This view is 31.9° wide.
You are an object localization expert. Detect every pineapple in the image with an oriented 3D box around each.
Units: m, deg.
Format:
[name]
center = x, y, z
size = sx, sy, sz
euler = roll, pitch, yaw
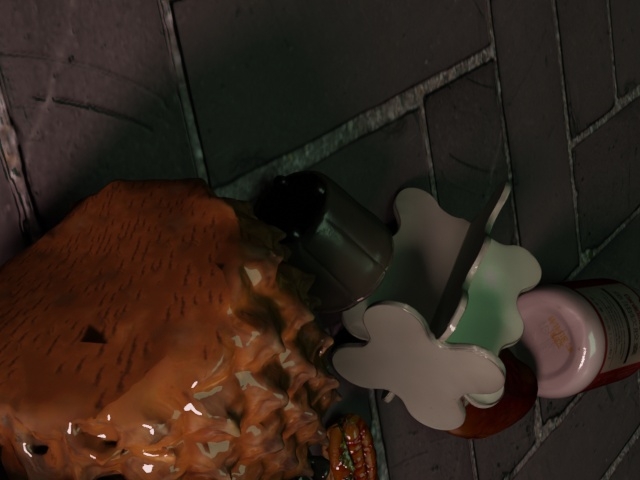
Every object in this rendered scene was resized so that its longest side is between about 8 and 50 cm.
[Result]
[pineapple]
center = -0.076, 0.134, 0.764
size = 0.223, 0.222, 0.357
euler = -61, 149, -30

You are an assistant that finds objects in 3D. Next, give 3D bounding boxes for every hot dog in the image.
[hot dog]
center = 0.033, 0.230, 1.041
size = 0.062, 0.038, 0.144
euler = -30, 118, -49

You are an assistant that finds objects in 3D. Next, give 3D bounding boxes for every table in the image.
[table]
center = 0.118, 0.048, 1.050
size = 0.167, 0.166, 0.198
euler = 64, 38, -35

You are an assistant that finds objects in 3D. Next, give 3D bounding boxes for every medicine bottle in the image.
[medicine bottle]
center = 0.316, 0.112, 1.341
size = 0.250, 0.131, 0.131
euler = -2, 95, -53

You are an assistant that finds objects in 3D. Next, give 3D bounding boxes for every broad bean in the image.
[broad bean]
center = 0.163, 0.152, 1.180
size = 0.165, 0.084, 0.114
euler = 27, 55, -45

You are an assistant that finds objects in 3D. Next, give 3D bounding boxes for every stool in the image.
[stool]
center = 0.000, 0.000, 0.928
size = 0.110, 0.096, 0.096
euler = 45, 58, -40
